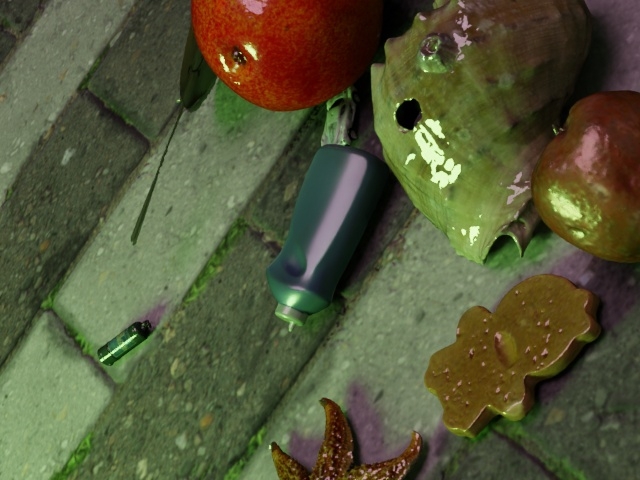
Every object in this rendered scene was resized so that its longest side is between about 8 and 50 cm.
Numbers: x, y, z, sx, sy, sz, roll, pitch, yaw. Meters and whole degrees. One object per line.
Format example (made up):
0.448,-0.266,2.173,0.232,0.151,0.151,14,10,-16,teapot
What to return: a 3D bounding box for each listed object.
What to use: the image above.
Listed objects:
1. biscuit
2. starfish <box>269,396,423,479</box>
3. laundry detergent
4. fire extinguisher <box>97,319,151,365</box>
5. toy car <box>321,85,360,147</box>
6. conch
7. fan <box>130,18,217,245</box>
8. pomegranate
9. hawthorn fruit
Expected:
0.174,0.101,1.450,0.184,0.027,0.133,-50,38,7,biscuit
0.005,0.253,1.518,0.240,0.043,0.227,-38,43,19,starfish
0.001,0.001,1.677,0.096,0.061,0.206,12,75,42,laundry detergent
-0.228,0.116,1.869,0.083,0.025,0.038,-36,20,25,fire extinguisher
0.022,-0.140,1.776,0.041,0.025,0.093,-22,50,36,toy car
0.139,-0.142,1.547,0.263,0.186,0.324,-32,41,54,conch
-0.158,-0.189,1.878,0.012,0.233,0.415,17,75,9,fan
-0.025,-0.266,1.768,0.256,0.221,0.221,-32,25,-33,pomegranate
0.268,-0.037,1.379,0.149,0.149,0.189,-32,80,29,hawthorn fruit
